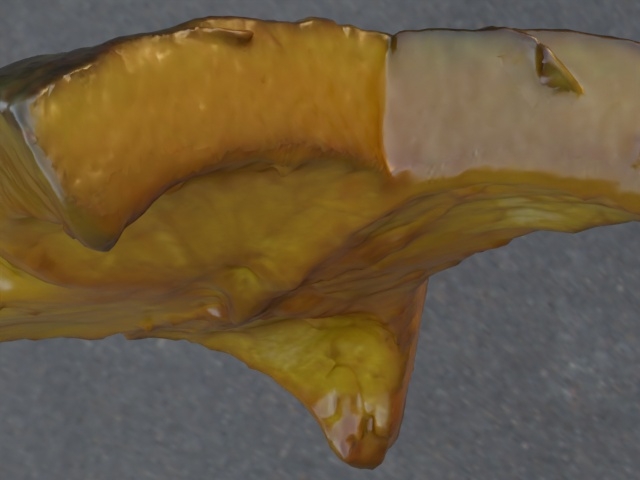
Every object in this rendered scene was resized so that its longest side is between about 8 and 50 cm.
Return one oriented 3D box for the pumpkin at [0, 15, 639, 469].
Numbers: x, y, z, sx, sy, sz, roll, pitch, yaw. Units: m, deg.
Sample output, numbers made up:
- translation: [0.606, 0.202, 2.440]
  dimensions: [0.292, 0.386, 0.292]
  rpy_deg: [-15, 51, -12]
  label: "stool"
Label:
- translation: [-0.026, 0.005, 0.626]
  dimensions: [0.290, 0.258, 0.095]
  rpy_deg: [-41, 53, 57]
  label: "pumpkin"
